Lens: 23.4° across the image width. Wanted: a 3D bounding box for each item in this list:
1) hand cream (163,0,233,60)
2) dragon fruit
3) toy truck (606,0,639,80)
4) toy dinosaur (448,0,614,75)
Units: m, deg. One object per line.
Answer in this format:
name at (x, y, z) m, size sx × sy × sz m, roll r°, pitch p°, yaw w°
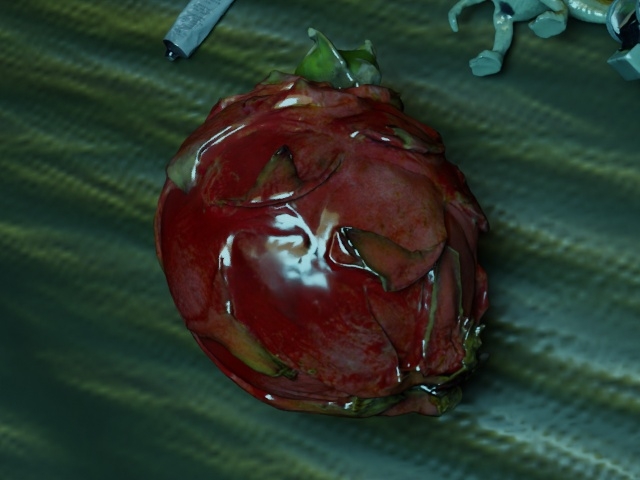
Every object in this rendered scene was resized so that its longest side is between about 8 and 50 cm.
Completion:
hand cream at (-0.069, -0.151, 0.975) m, size 0.030 × 0.019 × 0.093 m, roll 30°, pitch 77°, yaw 29°
dragon fruit at (0.000, 0.000, 0.806) m, size 0.172 × 0.172 × 0.209 m, roll -25°, pitch 61°, yaw 11°
toy truck at (0.235, -0.132, 0.815) m, size 0.169 × 0.077 × 0.100 m, roll -43°, pitch 95°, yaw -2°
toy dinosaur at (0.128, -0.153, 0.890) m, size 0.187 × 0.044 × 0.106 m, roll -6°, pitch 56°, yaw 9°
